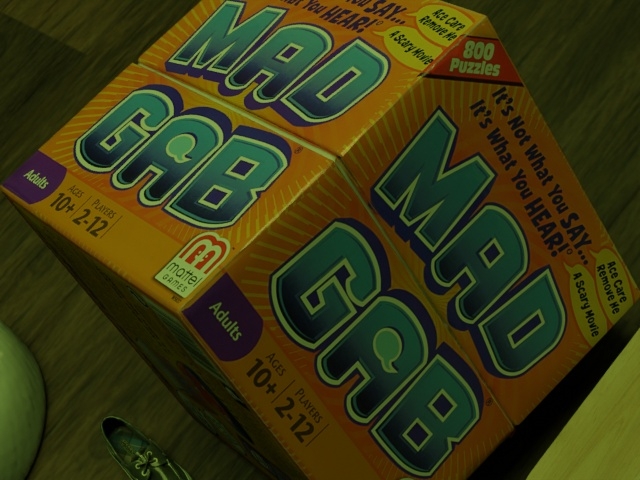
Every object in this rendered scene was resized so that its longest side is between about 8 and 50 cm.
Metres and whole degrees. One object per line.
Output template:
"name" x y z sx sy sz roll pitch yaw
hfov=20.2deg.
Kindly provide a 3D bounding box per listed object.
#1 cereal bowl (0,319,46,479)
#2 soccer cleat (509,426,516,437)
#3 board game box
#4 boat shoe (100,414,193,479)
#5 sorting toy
"cereal bowl" -0.474 0.185 1.922 0.339 0.141 0.339 -12 51 15
"soccer cleat" 0.104 0.208 1.709 0.196 0.068 0.076 -38 20 2
"board game box" 0.000 0.000 1.662 0.356 0.356 0.356 -45 37 -13
"boat shoe" -0.179 0.227 1.825 0.049 0.040 0.142 -44 50 -12
"sorting toy" 0.361 0.193 1.582 0.255 0.089 0.257 28 70 37
